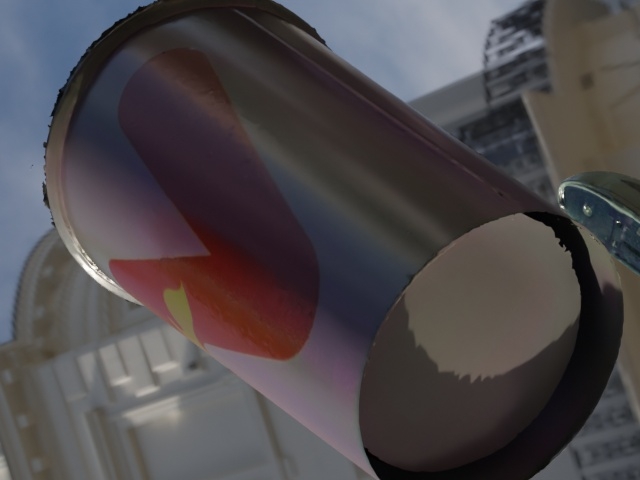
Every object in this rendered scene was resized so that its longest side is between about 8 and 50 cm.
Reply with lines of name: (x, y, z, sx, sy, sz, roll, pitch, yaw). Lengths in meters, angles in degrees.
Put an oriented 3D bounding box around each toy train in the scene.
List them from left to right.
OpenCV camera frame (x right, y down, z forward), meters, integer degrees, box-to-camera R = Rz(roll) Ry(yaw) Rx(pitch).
toy train: (0.429, 0.034, 1.324, 0.088, 0.407, 0.086, -32, -37, -25)

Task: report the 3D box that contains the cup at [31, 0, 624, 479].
cup: (0.000, 0.000, 0.611, 0.203, 0.203, 0.288, 45, 174, -37)
